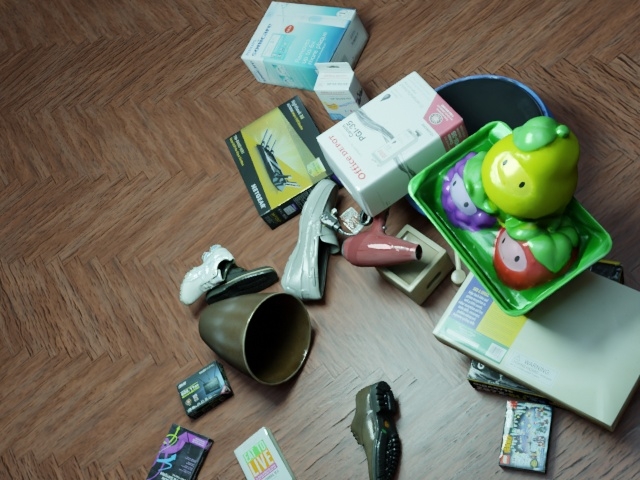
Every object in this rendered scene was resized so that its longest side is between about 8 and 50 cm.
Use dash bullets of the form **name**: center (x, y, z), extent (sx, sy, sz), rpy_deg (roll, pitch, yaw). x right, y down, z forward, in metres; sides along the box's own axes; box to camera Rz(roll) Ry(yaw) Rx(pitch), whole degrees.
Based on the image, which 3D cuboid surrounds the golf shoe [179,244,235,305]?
- **golf shoe**: center (-0.285, 0.094, 2.072), extent (0.086, 0.069, 0.176), rpy_deg (26, 79, 43)

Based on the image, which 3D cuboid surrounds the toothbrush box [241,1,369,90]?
- **toothbrush box**: center (-0.044, -0.555, 2.360), extent (0.296, 0.126, 0.216), rpy_deg (16, 70, 32)

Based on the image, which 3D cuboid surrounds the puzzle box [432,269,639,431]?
- **puzzle box**: center (0.467, 0.171, 1.673), extent (0.409, 0.052, 0.272), rpy_deg (27, 76, 33)

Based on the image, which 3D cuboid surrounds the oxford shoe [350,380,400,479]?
- **oxford shoe**: center (0.114, 0.426, 1.778), extent (0.096, 0.083, 0.227), rpy_deg (-24, 53, 34)

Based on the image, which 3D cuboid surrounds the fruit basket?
- **fruit basket**: center (0.368, -0.070, 1.577), extent (0.283, 0.392, 0.392), rpy_deg (-36, 54, 1)

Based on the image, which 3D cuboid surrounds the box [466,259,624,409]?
- **box**: center (0.479, 0.183, 1.740), extent (0.257, 0.079, 0.322), rpy_deg (11, 68, 27)

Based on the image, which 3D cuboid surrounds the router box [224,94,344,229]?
- **router box**: center (-0.096, -0.215, 2.218), extent (0.243, 0.081, 0.308), rpy_deg (-31, 55, 5)

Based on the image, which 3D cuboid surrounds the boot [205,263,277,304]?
- **boot**: center (-0.212, 0.072, 2.119), extent (0.198, 0.077, 0.137), rpy_deg (-19, 51, 12)

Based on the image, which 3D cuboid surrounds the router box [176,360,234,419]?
- **router box**: center (-0.282, 0.364, 2.003), extent (0.122, 0.038, 0.092), rpy_deg (-33, 54, 4)

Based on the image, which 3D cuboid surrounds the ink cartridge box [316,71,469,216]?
- **ink cartridge box**: center (0.165, -0.219, 1.872), extent (0.283, 0.117, 0.207), rpy_deg (-35, 55, -1)

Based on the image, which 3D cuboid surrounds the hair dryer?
- **hair dryer**: center (0.126, -0.043, 1.884), extent (0.223, 0.080, 0.293), rpy_deg (-50, 55, 15)

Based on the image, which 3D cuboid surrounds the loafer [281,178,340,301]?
- **loafer**: center (0.000, 0.000, 2.045), extent (0.112, 0.112, 0.319), rpy_deg (9, 75, 23)

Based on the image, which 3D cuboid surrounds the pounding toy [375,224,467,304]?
- **pounding toy**: center (0.262, 0.058, 1.895), extent (0.181, 0.094, 0.206), rpy_deg (-48, 55, -6)

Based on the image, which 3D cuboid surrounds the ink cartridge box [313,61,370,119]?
- **ink cartridge box**: center (0.053, -0.395, 2.190), extent (0.104, 0.181, 0.061), rpy_deg (4, 65, 27)

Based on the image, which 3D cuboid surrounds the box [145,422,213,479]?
- **box**: center (-0.336, 0.527, 1.943), extent (0.116, 0.029, 0.162), rpy_deg (13, 70, 29)

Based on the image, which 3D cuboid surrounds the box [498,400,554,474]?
- **box**: center (0.419, 0.400, 1.674), extent (0.094, 0.027, 0.137), rpy_deg (2, 64, 26)

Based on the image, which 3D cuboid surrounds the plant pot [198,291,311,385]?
- **plant pot**: center (-0.179, 0.217, 1.957), extent (0.230, 0.215, 0.215), rpy_deg (6, 65, 43)

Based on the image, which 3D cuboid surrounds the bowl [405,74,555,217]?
- **bowl**: center (0.354, -0.221, 1.914), extent (0.391, 0.077, 0.391), rpy_deg (-11, 58, 18)

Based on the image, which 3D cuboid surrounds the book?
- **book**: center (-0.126, 0.510, 1.859), extent (0.096, 0.035, 0.144), rpy_deg (-38, 55, 5)
